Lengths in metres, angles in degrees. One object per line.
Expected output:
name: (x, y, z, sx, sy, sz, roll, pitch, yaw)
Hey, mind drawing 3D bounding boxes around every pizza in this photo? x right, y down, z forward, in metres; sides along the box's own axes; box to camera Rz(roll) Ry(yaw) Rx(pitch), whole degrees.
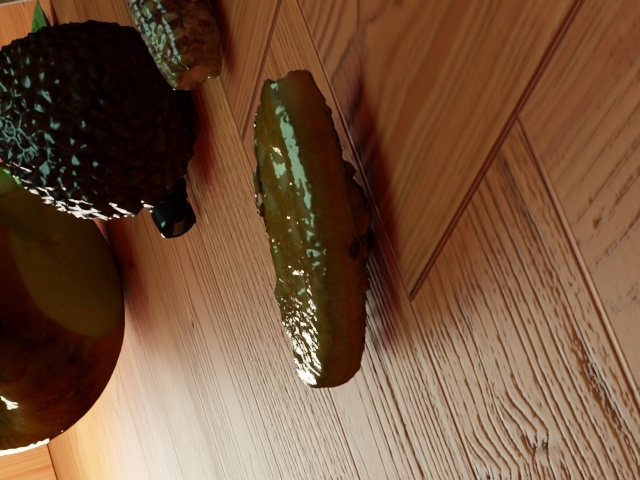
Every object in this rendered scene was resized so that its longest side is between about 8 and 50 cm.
pizza: (0.002, -0.001, 1.104, 0.127, 0.058, 0.246, -139, 37, -62)

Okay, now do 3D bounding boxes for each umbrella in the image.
umbrella: (-0.178, -0.101, 1.632, 0.071, 0.080, 0.224, -45, 56, 30)

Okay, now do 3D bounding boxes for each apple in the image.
apple: (-0.420, 0.070, 2.083, 0.384, 0.374, 0.374, 79, 168, -50)

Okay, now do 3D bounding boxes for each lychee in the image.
lychee: (-0.204, -0.100, 1.499, 0.188, 0.188, 0.188, 166, 90, -74)

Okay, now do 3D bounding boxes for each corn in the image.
corn: (-0.134, -0.237, 1.352, 0.079, 0.079, 0.237, 129, 122, -70)

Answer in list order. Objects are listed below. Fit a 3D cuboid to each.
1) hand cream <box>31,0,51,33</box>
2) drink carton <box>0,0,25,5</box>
hand cream: (-0.356, -0.216, 2.165, 0.175, 0.046, 0.095, 95, 158, -43)
drink carton: (-0.418, -0.403, 2.062, 0.102, 0.134, 0.222, -144, 43, -67)
